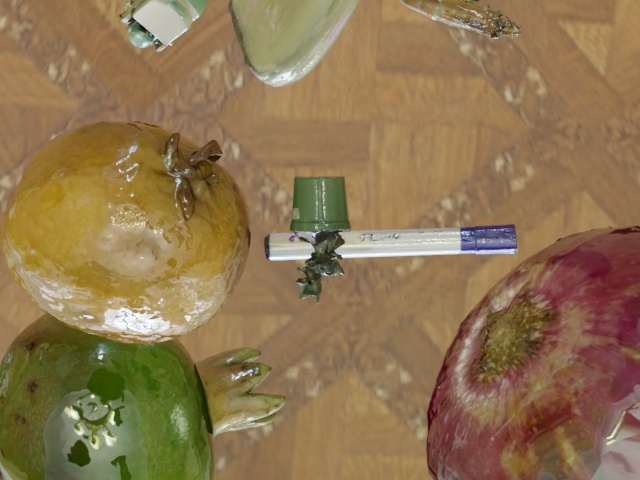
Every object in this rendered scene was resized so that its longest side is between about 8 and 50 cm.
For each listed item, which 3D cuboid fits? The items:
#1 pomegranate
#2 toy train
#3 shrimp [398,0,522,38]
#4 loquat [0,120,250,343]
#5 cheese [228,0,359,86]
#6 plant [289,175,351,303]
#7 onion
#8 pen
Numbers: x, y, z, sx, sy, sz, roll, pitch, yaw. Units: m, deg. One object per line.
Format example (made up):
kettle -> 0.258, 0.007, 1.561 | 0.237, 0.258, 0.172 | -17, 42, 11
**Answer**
pomegranate -> -0.204, 0.226, 1.784 | 0.358, 0.216, 0.310 | -14, 114, -20
toy train -> -0.175, -0.321, 1.936 | 0.081, 0.194, 0.125 | 40, 139, -21
shrimp -> 0.173, -0.274, 1.832 | 0.178, 0.124, 0.034 | 20, 113, 24
loquat -> -0.175, -0.002, 1.407 | 0.238, 0.193, 0.238 | 8, 141, 6
cheese -> 0.013, -0.182, 0.959 | 0.037, 0.097, 0.192 | 12, 138, -38
plant -> 0.000, 0.000, 1.211 | 0.051, 0.051, 0.102 | -1, 96, -2
onion -> 0.132, 0.080, 0.710 | 0.153, 0.177, 0.177 | 21, 115, -5
pen -> 0.075, 0.002, 1.644 | 0.269, 0.033, 0.033 | -2, 118, 2
